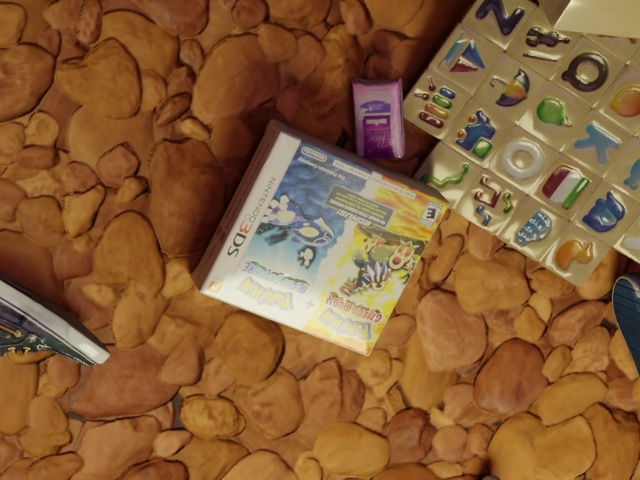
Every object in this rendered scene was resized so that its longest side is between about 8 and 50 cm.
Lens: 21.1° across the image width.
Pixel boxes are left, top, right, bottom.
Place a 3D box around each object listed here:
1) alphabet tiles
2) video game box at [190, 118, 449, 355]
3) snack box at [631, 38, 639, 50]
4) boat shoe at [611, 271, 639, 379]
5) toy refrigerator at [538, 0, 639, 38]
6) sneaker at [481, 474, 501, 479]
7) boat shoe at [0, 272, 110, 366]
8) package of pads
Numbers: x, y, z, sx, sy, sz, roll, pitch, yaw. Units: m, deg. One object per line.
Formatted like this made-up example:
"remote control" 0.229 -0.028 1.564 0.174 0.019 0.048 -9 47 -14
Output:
"alphabet tiles" 0.265 -0.115 1.782 0.343 0.011 0.285 30 107 -16
"video game box" 0.000 0.000 1.740 0.205 0.048 0.187 22 106 -23
"snack box" 0.377 -0.263 1.806 0.187 0.060 0.322 -42 113 -18
"boat shoe" 0.377 0.103 1.910 0.066 0.066 0.183 -31 121 -16
"toy refrigerator" 0.336 -0.256 1.680 0.270 0.102 0.094 2 140 -29
"sneaker" 0.160 0.328 1.886 0.061 0.054 0.152 16 97 -20
"boat shoe" -0.298 0.089 1.659 0.183 0.065 0.083 34 92 -18
"package of pads" 0.059 -0.125 1.744 0.050 0.032 0.083 0 105 12
